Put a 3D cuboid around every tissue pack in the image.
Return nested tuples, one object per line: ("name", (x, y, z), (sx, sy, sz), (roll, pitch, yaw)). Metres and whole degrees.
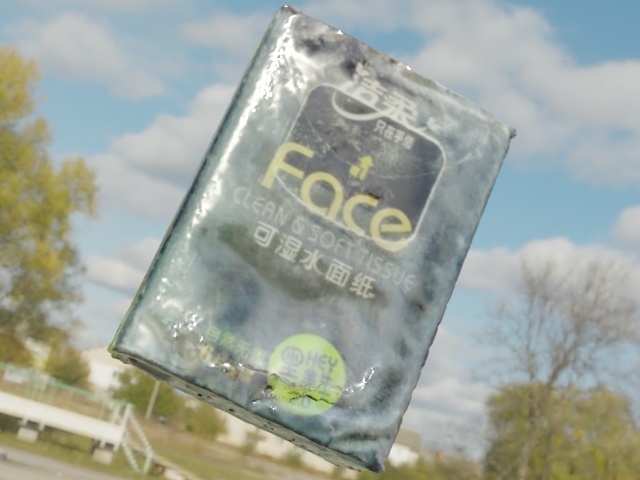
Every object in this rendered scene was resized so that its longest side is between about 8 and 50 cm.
("tissue pack", (0.000, 0.000, 0.651), (0.173, 0.236, 0.073), (28, -19, -10))
